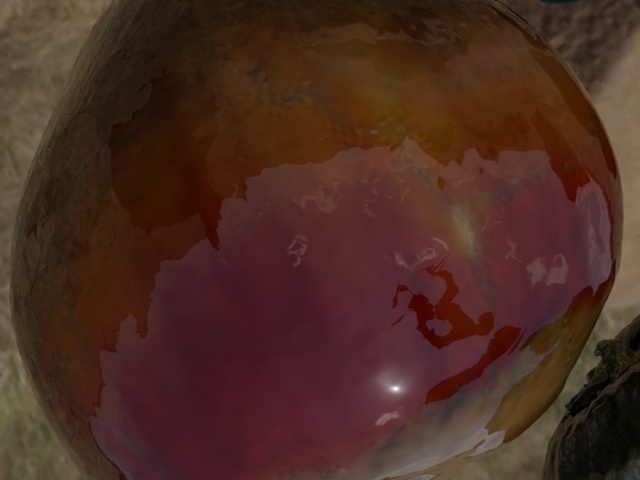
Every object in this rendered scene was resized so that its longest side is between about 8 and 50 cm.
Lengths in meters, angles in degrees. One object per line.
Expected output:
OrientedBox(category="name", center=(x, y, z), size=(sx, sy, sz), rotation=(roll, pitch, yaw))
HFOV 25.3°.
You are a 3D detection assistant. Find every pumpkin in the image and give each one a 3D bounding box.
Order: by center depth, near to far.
OrientedBox(category="pumpkin", center=(0.238, 0.115, 0.910), size=(0.223, 0.157, 0.223), rotation=(-49, 176, -5))

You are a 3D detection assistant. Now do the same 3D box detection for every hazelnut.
OrientedBox(category="hazelnut", center=(0.000, 0.000, 0.839), size=(0.359, 0.359, 0.409), rotation=(-23, 176, -3))

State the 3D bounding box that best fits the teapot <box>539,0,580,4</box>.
OrientedBox(category="teapot", center=(0.150, -0.297, 1.242), size=(0.171, 0.225, 0.203), rotation=(-48, 118, -3))
